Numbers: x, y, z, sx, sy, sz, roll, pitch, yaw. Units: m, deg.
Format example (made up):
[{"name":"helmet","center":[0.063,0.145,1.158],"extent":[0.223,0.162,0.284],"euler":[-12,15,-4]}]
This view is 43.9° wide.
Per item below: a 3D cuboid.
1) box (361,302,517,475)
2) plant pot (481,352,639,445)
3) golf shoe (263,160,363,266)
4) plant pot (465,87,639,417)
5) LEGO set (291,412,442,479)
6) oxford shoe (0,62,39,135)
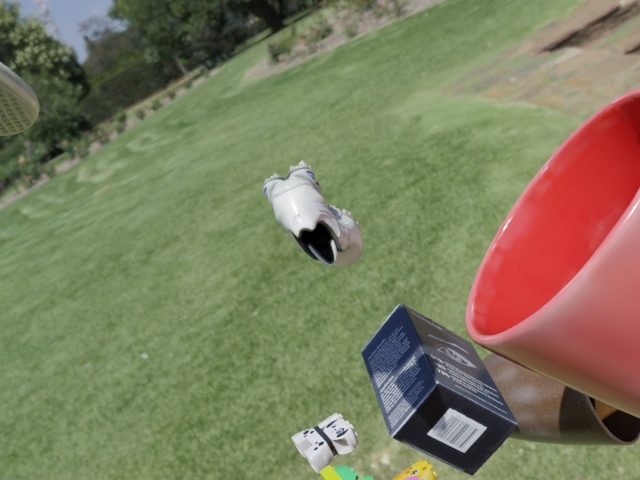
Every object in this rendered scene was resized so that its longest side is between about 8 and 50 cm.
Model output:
[{"name":"box","center":[0.165,0.211,1.151],"extent":[0.108,0.153,0.207],"euler":[-54,22,16]},{"name":"plant pot","center":[0.346,0.228,1.241],"extent":[0.230,0.215,0.215],"euler":[-23,16,38]},{"name":"golf shoe","center":[0.000,0.000,0.810],"extent":[0.069,0.176,0.086],"euler":[-29,55,13]},{"name":"plant pot","center":[0.304,0.042,0.704],"extent":[0.275,0.243,0.275],"euler":[-56,4,6]},{"name":"LEGO set","center":[0.065,0.224,0.714],"extent":[0.093,0.087,0.227],"euler":[-31,18,-14]},{"name":"oxford shoe","center":[-0.539,-0.262,0.954],"extent":[0.169,0.449,0.130],"euler":[-28,53,31]}]
